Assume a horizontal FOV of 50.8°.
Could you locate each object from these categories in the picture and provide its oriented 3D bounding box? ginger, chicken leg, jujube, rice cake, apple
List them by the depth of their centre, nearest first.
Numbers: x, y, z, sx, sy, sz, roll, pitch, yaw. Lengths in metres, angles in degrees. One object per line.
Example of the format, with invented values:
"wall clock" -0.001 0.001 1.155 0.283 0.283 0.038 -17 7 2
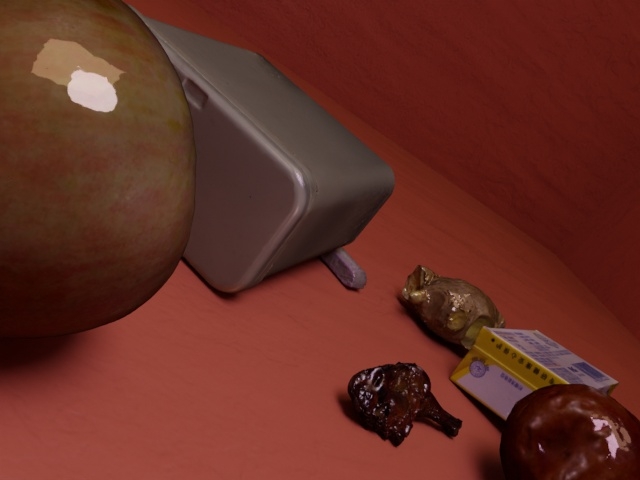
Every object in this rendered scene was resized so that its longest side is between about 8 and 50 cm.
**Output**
"apple" -0.213 -0.054 0.455 0.234 0.256 0.257 -17 51 -32
"chicken leg" 0.100 0.188 0.780 0.205 0.053 0.093 9 57 -46
"jujube" 0.316 0.272 0.804 0.190 0.190 0.255 51 13 34
"rice cake" 0.000 0.000 1.067 0.047 0.036 0.206 -11 51 -50
"ginger" 0.218 0.111 1.115 0.216 0.102 0.157 23 17 -40

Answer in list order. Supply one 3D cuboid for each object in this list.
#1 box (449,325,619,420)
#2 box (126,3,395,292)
"box" 0.338 0.217 1.045 0.168 0.097 0.265 34 12 32
"box" -0.108 -0.124 0.896 0.352 0.177 0.344 43 21 14
